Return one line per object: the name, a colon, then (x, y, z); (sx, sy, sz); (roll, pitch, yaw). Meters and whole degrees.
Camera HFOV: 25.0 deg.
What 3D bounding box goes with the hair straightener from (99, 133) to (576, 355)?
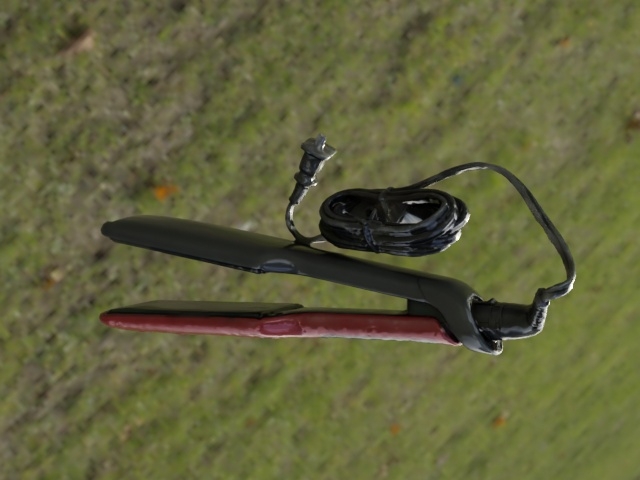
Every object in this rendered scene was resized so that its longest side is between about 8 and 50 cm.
hair straightener: (0.000, 0.000, 0.601); (0.047, 0.230, 0.089); (-8, 98, -54)
